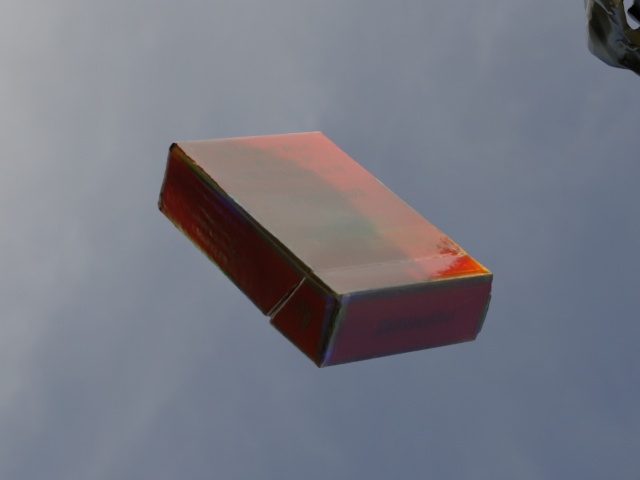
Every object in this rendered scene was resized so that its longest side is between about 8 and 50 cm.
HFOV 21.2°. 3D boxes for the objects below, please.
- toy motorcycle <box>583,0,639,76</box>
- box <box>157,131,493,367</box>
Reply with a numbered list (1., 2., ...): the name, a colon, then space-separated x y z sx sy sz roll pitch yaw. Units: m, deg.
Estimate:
1. toy motorcycle: 0.215 -0.159 1.086 0.094 0.130 0.229 -43 -117 -4
2. box: 0.000 0.001 0.959 0.175 0.112 0.048 43 -52 43
